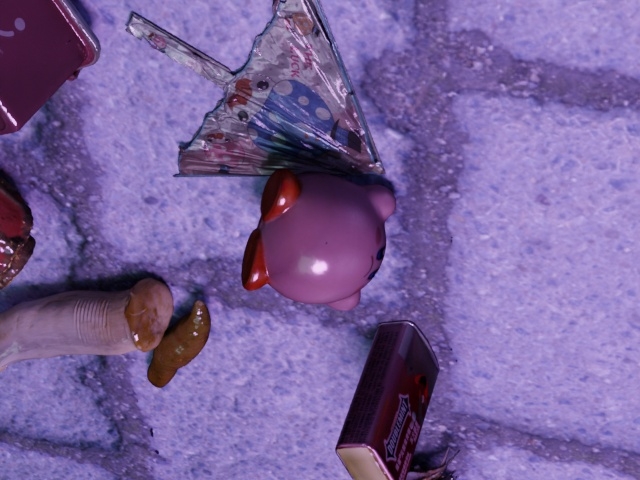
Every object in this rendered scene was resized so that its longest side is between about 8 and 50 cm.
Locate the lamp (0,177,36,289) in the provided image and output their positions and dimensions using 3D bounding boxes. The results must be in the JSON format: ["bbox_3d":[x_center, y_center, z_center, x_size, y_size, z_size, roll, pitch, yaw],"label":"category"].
[{"bbox_3d":[-0.521,-0.046,1.931,0.274,0.177,0.177,42,134,-18],"label":"lamp"}]

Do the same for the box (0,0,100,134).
[{"bbox_3d":[-0.425,-0.260,1.646,0.193,0.167,0.294,-3,133,42],"label":"box"}]

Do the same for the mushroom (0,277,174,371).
[{"bbox_3d":[-0.375,0.131,2.079,0.351,0.123,0.095,-14,141,26],"label":"mushroom"}]

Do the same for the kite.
[{"bbox_3d":[-0.078,-0.170,1.726,0.368,0.014,0.406,30,137,-9],"label":"kite"}]

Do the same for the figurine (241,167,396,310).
[{"bbox_3d":[0.000,0.000,1.758,0.173,0.173,0.173,12,137,11],"label":"figurine"}]

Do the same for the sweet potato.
[{"bbox_3d":[-0.214,0.161,2.089,0.067,0.067,0.274,28,144,-7],"label":"sweet potato"}]

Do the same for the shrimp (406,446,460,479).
[{"bbox_3d":[0.155,0.405,2.144,0.145,0.116,0.343,27,145,-6],"label":"shrimp"}]

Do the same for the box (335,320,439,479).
[{"bbox_3d":[0.093,0.229,1.908,0.069,0.224,0.120,-6,129,29],"label":"box"}]
